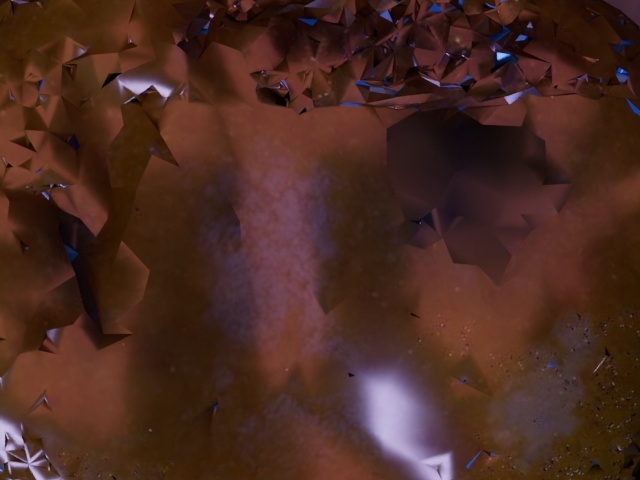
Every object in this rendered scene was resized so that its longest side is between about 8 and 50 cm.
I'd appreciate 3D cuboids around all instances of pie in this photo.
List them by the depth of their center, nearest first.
[{"bbox_3d":[-0.001,0.000,0.470,0.274,0.069,0.273,0,96,-5],"label":"pie"}]

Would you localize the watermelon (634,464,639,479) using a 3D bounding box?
[{"bbox_3d":[0.228,0.090,0.435,0.331,0.189,0.330,-7,111,-18],"label":"watermelon"}]
